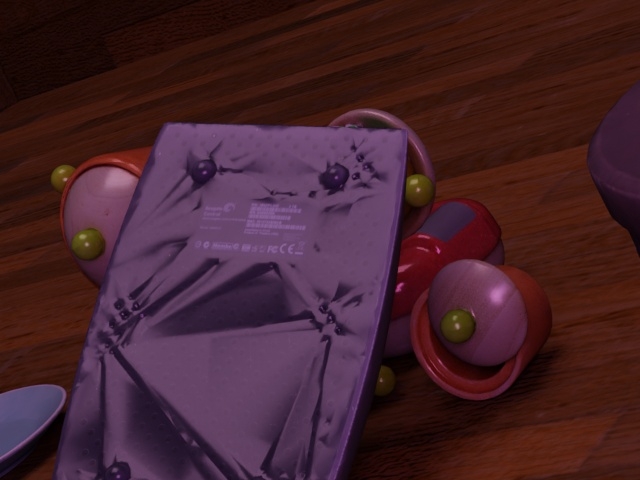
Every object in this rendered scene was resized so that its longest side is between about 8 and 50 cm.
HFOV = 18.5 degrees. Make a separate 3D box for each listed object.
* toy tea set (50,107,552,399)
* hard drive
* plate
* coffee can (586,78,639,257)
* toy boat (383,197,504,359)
[{"bbox_3d":[-0.027,0.027,1.199,0.336,0.200,0.124,-7,12,36],"label":"toy tea set"},{"bbox_3d":[-0.043,0.055,1.089,0.172,0.054,0.254,3,63,23],"label":"hard drive"},{"bbox_3d":[-0.269,0.163,1.462,0.188,0.024,0.188,-24,13,6],"label":"plate"},{"bbox_3d":[0.210,0.063,0.481,0.202,0.275,0.201,-24,14,6],"label":"coffee can"},{"bbox_3d":[0.000,0.000,1.339,0.231,0.151,0.151,-14,17,37],"label":"toy boat"}]
